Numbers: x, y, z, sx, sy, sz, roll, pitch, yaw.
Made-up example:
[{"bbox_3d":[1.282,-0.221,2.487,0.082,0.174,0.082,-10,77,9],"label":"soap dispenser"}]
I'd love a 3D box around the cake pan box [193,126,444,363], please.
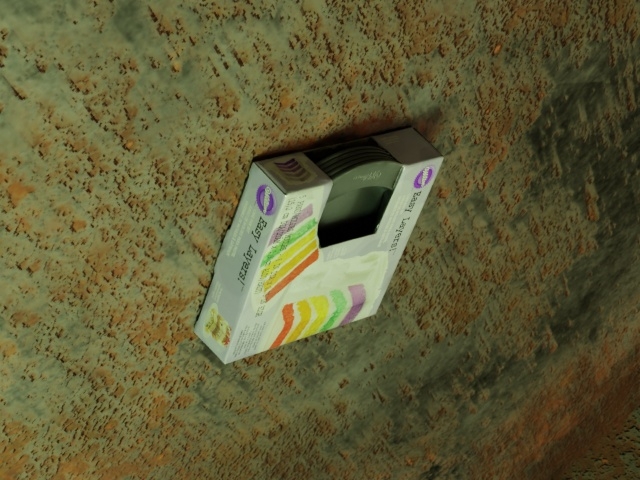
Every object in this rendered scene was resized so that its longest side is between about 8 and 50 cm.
[{"bbox_3d":[0.000,0.000,1.530,0.246,0.070,0.266,-16,140,-42],"label":"cake pan box"}]
